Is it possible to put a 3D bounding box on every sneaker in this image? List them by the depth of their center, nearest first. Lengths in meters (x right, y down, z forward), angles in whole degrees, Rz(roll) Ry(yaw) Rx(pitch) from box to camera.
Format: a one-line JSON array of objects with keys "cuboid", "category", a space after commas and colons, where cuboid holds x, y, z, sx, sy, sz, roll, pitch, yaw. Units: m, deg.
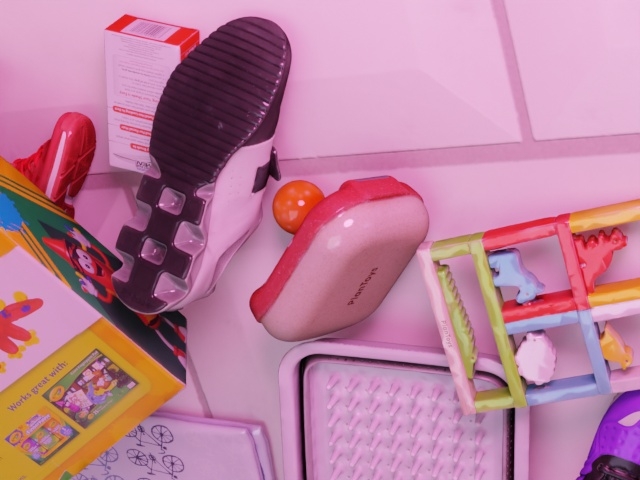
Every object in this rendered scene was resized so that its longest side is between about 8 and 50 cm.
[{"cuboid": [0.311, 0.286, 1.440, 0.102, 0.146, 0.293, 25, 128, 11], "category": "sneaker"}, {"cuboid": [-0.108, -0.080, 1.449, 0.122, 0.146, 0.330, 31, 102, 24], "category": "sneaker"}, {"cuboid": [-0.347, -0.079, 1.592, 0.128, 0.087, 0.221, 29, 127, 7], "category": "sneaker"}]

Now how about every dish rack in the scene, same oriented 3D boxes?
[{"cuboid": [0.101, 0.258, 1.547, 0.286, 0.072, 0.332, 5, 115, 17], "category": "dish rack"}]

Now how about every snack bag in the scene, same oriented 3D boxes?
[{"cuboid": [-0.192, 0.369, 1.823, 0.323, 0.037, 0.342, 3, 121, 25], "category": "snack bag"}]

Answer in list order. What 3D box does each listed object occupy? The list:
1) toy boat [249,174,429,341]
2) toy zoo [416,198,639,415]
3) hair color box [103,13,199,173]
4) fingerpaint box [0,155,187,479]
[{"cuboid": [0.000, 0.000, 1.448, 0.151, 0.151, 0.231, 56, 134, 27], "category": "toy boat"}, {"cuboid": [0.261, 0.066, 1.364, 0.293, 0.030, 0.192, -12, 106, 20], "category": "toy zoo"}, {"cuboid": [-0.182, -0.154, 1.480, 0.093, 0.053, 0.167, 15, 123, 17], "category": "hair color box"}, {"cuboid": [-0.436, 0.144, 1.542, 0.445, 0.163, 0.371, -40, 114, 15], "category": "fingerpaint box"}]
